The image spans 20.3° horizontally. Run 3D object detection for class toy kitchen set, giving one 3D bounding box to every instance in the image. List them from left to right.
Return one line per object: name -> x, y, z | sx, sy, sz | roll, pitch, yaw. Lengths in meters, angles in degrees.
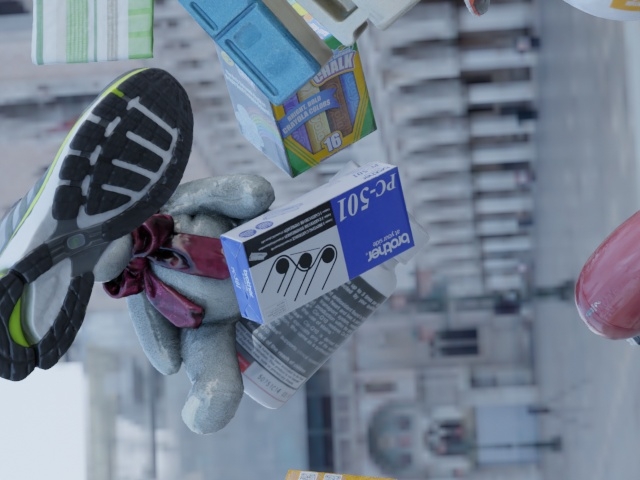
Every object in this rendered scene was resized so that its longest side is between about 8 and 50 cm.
toy kitchen set -> -0.017, -0.184, 1.310 | 0.122, 0.207, 0.166 | 47, -150, -7

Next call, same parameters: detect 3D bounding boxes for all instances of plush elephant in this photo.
plush elephant -> -0.192, 0.002, 2.004 | 0.271, 0.255, 0.330 | -60, 30, 25

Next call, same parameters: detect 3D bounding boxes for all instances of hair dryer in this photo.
hair dryer -> 0.300, -0.008, 1.482 | 0.080, 0.223, 0.293 | 43, -172, 12

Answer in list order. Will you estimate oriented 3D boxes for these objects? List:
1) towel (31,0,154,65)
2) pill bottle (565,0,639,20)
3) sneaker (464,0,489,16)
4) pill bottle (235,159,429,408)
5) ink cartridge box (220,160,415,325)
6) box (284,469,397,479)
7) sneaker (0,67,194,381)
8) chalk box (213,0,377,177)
towel -> -0.280, -0.272, 2.212 | 0.023, 0.152, 0.113 | 67, -158, -77
pill bottle -> 0.311, -0.356, 1.693 | 0.152, 0.152, 0.272 | -87, 12, -46
sneaker -> 0.178, -0.301, 1.958 | 0.158, 0.065, 0.061 | 59, -170, -63
pill bottle -> -0.012, 0.051, 2.156 | 0.161, 0.283, 0.161 | 44, -174, -5
ink cartridge box -> 0.000, 0.000, 1.875 | 0.046, 0.207, 0.097 | 18, 129, 52
box -> 0.034, 0.282, 1.883 | 0.028, 0.136, 0.081 | -67, -26, -44
sneaker -> -0.224, -0.028, 1.562 | 0.111, 0.300, 0.121 | 37, 176, -30
chalk box -> -0.036, -0.211, 2.159 | 0.132, 0.132, 0.213 | 43, 156, 43
